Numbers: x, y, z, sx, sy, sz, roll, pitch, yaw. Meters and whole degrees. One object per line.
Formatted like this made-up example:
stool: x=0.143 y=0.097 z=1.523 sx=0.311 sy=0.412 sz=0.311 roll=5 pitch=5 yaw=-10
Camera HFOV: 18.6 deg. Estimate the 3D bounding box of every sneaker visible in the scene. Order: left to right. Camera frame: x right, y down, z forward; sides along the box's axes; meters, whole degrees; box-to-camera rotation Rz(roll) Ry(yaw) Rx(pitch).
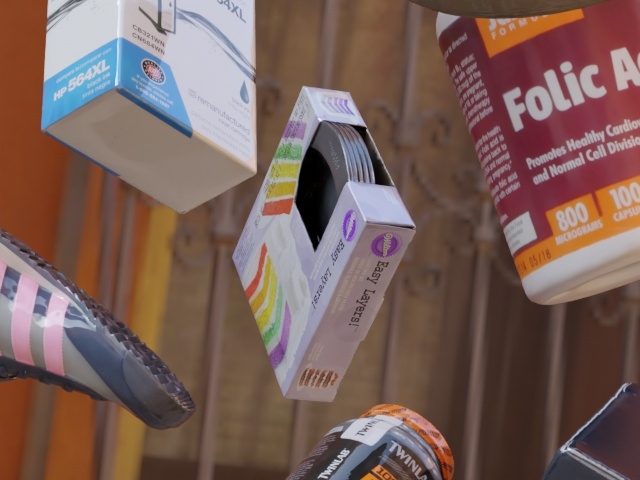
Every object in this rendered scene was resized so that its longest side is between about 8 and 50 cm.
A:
sneaker: x=-0.257 y=0.093 z=1.745 sx=0.319 sy=0.131 sz=0.112 roll=36 pitch=-1 yaw=18

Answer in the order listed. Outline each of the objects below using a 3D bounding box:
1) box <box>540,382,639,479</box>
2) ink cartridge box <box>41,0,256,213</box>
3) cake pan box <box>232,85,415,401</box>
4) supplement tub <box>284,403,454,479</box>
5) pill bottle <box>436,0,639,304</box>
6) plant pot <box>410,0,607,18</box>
box: x=0.229 y=0.355 z=1.626 sx=0.212 sy=0.395 sz=0.293 roll=29 pitch=14 yaw=14
ink cartridge box: x=-0.125 y=-0.146 z=1.467 sx=0.086 sy=0.203 sz=0.148 roll=-27 pitch=-40 yaw=33
cake pan box: x=0.000 y=0.000 z=2.129 sx=0.070 sy=0.267 sz=0.246 roll=5 pitch=39 yaw=-27
supplement tub: x=0.021 y=0.220 z=1.546 sx=0.117 sy=0.117 sz=0.190 roll=4 pitch=34 yaw=36
pill bottle: x=0.241 y=-0.155 z=1.869 sx=0.224 sy=0.392 sz=0.224 roll=-18 pitch=-9 yaw=-3
plant pot: x=0.139 y=-0.355 z=1.323 sx=0.323 sy=0.323 sz=0.280 roll=4 pitch=-43 yaw=33
